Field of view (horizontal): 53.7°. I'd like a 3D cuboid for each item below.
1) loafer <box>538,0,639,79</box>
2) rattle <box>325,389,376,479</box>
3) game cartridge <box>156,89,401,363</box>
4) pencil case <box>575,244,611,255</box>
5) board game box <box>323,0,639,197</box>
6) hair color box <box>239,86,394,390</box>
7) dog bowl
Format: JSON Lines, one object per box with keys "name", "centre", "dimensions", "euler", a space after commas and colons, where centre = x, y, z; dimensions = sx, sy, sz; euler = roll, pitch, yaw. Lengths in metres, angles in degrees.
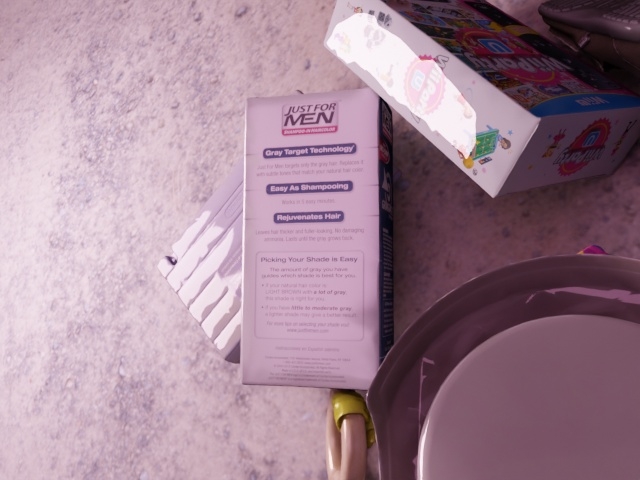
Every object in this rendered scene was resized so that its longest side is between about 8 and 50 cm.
{"name": "loafer", "centre": [0.316, -0.227, 0.700], "dimensions": [0.094, 0.087, 0.251], "euler": [-20, 27, 8]}
{"name": "rattle", "centre": [0.065, 0.274, 0.750], "dimensions": [0.130, 0.142, 0.200], "euler": [-5, 85, 64]}
{"name": "game cartridge", "centre": [-0.069, -0.022, 0.920], "dimensions": [0.355, 0.068, 0.230], "euler": [-50, 59, 7]}
{"name": "pencil case", "centre": [0.330, 0.097, 0.611], "dimensions": [0.236, 0.104, 0.104], "euler": [40, 96, 37]}
{"name": "board game box", "centre": [0.181, -0.185, 0.715], "dimensions": [0.303, 0.224, 0.098], "euler": [50, 136, 32]}
{"name": "hair color box", "centre": [0.000, 0.000, 0.779], "dimensions": [0.173, 0.105, 0.348], "euler": [-1, 85, 16]}
{"name": "dog bowl", "centre": [0.203, 0.183, 0.480], "dimensions": [0.348, 0.102, 0.349], "euler": [-11, 54, 15]}
